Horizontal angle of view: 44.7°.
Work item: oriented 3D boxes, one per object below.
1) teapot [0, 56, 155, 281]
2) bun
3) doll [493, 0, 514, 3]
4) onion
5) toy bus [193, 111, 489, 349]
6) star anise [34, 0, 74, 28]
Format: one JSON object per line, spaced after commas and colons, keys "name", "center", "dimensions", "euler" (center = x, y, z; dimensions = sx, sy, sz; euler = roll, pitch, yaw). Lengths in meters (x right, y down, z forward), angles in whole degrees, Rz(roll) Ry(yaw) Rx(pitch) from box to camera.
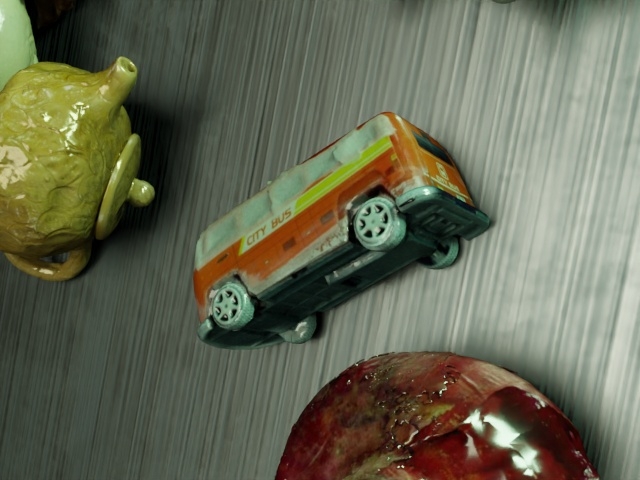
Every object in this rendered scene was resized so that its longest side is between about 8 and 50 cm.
{"name": "teapot", "center": [-0.259, -0.063, 0.819], "dimensions": [0.167, 0.203, 0.311], "euler": [21, 126, -10]}
{"name": "bun", "center": [-0.402, -0.231, 0.909], "dimensions": [0.229, 0.145, 0.230], "euler": [10, 108, 34]}
{"name": "doll", "center": [0.147, -0.302, 0.590], "dimensions": [0.310, 0.159, 0.243], "euler": [-8, 97, 30]}
{"name": "onion", "center": [0.068, 0.199, 0.557], "dimensions": [0.252, 0.219, 0.252], "euler": [-7, 74, 27]}
{"name": "toy bus", "center": [0.000, 0.000, 0.677], "dimensions": [0.265, 0.121, 0.120], "euler": [-31, 63, 27]}
{"name": "star anise", "center": [-0.263, -0.314, 0.899], "dimensions": [0.140, 0.144, 0.158], "euler": [-164, 93, -76]}
